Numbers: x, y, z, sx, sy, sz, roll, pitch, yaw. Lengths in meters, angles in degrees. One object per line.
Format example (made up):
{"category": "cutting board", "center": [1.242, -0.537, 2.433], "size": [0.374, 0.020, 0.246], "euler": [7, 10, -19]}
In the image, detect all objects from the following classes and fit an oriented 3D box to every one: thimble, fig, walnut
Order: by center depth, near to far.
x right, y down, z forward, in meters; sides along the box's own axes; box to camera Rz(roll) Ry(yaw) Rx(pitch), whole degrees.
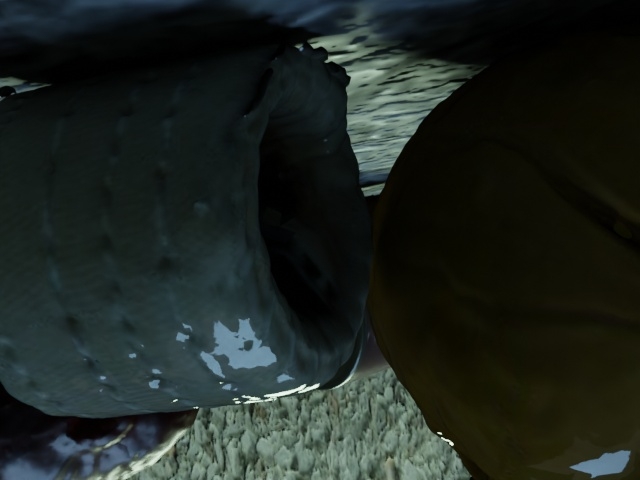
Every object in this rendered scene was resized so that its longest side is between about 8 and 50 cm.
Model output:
{"category": "thimble", "center": [-0.038, -0.003, 0.365], "size": [0.090, 0.102, 0.115], "euler": [-9, -151, 20]}
{"category": "walnut", "center": [0.064, -0.004, 0.410], "size": [0.087, 0.167, 0.211], "euler": [24, 176, -13]}
{"category": "fig", "center": [-0.204, 0.068, 0.915], "size": [0.204, 0.186, 0.249], "euler": [-23, -143, -21]}

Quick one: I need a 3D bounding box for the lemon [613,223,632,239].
{"category": "lemon", "center": [0.179, 0.044, 0.613], "size": [0.236, 0.235, 0.263], "euler": [-7, 172, -23]}

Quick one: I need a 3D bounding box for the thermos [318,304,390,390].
{"category": "thermos", "center": [0.077, 0.040, 1.200], "size": [0.265, 0.145, 0.176], "euler": [-13, 175, -40]}

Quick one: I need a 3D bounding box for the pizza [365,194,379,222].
{"category": "pizza", "center": [-0.001, -0.001, 0.875], "size": [0.194, 0.069, 0.154], "euler": [-14, 179, -16]}
